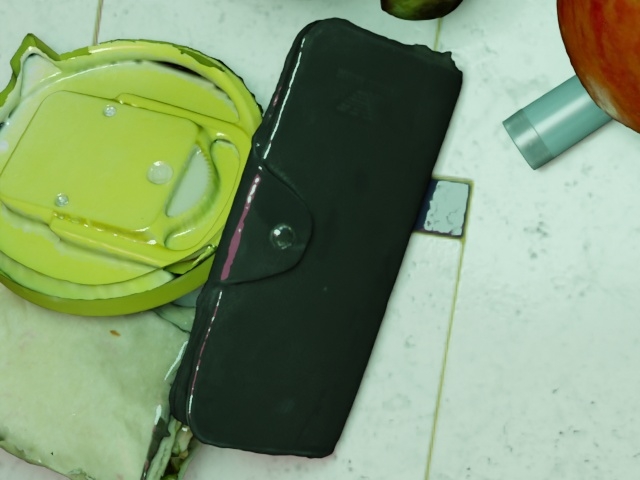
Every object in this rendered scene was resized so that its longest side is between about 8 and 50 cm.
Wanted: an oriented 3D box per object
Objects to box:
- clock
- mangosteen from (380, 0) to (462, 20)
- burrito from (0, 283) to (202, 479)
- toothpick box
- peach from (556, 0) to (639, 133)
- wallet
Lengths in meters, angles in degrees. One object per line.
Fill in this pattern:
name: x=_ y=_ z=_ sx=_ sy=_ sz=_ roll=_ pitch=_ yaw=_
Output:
clock: x=-0.184 y=-0.056 z=1.215 sx=0.293 sy=0.071 sz=0.277 roll=20 pitch=63 yaw=19
mangosteen: x=0.012 y=-0.339 z=1.094 sx=0.330 sy=0.330 sz=0.330 roll=0 pitch=90 yaw=15
burrito: x=-0.246 y=0.096 z=1.245 sx=0.332 sy=0.135 sz=0.190 roll=22 pitch=93 yaw=18
toothpick box: x=0.203 y=-0.103 z=1.164 sx=0.083 sy=0.052 sz=0.052 roll=-33 pitch=82 yaw=11
peach: x=0.313 y=-0.203 z=1.044 sx=0.281 sy=0.238 sz=0.281 roll=-4 pitch=109 yaw=-13
wallet: x=0.000 y=0.000 z=1.160 sx=0.051 sy=0.197 sz=0.377 roll=24 pitch=96 yaw=48
